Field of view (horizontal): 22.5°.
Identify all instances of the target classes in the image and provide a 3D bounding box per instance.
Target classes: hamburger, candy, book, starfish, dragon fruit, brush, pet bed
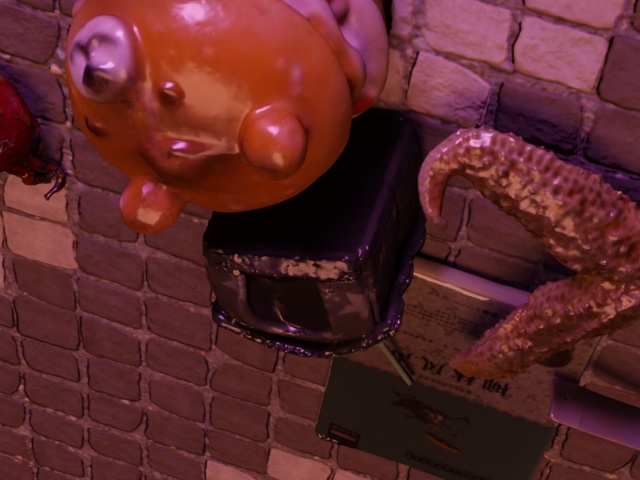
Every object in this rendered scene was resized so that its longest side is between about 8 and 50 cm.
[{"bbox_3d":[-0.092,-0.138,1.348,0.276,0.236,0.276,11,141,9],"label":"hamburger"},{"bbox_3d":[0.057,0.098,1.683,0.062,0.058,0.194,-9,141,27],"label":"candy"},{"bbox_3d":[0.139,0.154,1.768,0.264,0.031,0.379,18,143,6],"label":"book"},{"bbox_3d":[0.259,0.057,1.514,0.324,0.082,0.432,-8,136,14],"label":"starfish"},{"bbox_3d":[-0.316,-0.097,1.631,0.094,0.094,0.190,-4,141,30],"label":"dragon fruit"},{"bbox_3d":[0.388,0.206,1.667,0.321,0.060,0.050,19,132,-10],"label":"brush"},{"bbox_3d":[0.000,0.000,1.492,0.183,0.210,0.159,3,137,18],"label":"pet bed"}]
